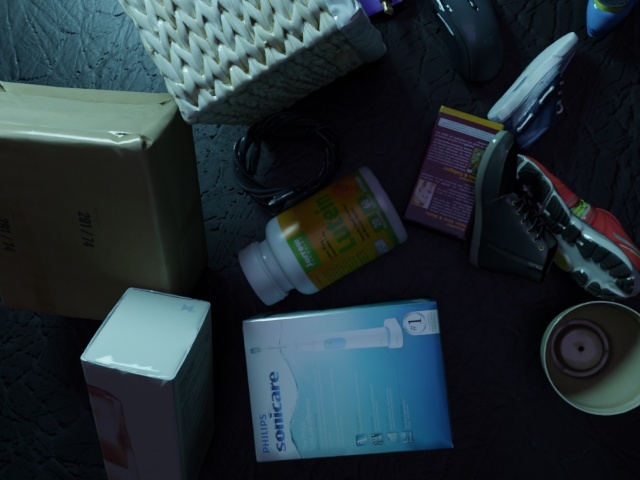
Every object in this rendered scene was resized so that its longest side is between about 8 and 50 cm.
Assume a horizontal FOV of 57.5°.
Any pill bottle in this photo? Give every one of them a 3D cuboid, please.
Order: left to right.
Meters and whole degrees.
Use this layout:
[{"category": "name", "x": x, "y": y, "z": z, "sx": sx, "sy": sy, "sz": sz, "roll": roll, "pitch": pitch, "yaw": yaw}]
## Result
[{"category": "pill bottle", "x": 0.000, "y": 0.000, "z": 0.919, "sx": 0.246, "sy": 0.136, "sz": 0.136, "roll": -30, "pitch": 85, "yaw": 4}]

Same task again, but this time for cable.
[{"category": "cable", "x": -0.054, "y": -0.137, "z": 0.961, "sx": 0.184, "sy": 0.047, "sz": 0.150, "roll": -36, "pitch": 100, "yaw": 15}]

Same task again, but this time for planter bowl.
[{"category": "planter bowl", "x": 0.407, "y": 0.169, "z": 0.881, "sx": 0.162, "sy": 0.109, "sz": 0.162, "roll": 0, "pitch": 88, "yaw": 7}]

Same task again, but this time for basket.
[{"category": "basket", "x": -0.104, "y": -0.362, "z": 0.826, "sx": 0.266, "sy": 0.328, "sz": 0.331, "roll": -27, "pitch": 94, "yaw": 15}]

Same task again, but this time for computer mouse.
[{"category": "computer mouse", "x": 0.193, "y": -0.375, "z": 0.932, "sx": 0.184, "sy": 0.060, "sz": 0.262, "roll": -15, "pitch": 85, "yaw": -11}]

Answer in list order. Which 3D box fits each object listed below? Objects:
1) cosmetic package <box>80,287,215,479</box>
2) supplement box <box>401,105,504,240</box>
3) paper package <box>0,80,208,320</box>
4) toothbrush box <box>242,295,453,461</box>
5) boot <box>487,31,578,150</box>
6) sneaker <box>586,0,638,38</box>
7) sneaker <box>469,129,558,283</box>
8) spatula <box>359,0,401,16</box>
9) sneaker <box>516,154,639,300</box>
[{"category": "cosmetic package", "x": -0.239, "y": 0.234, "z": 0.857, "sx": 0.129, "sy": 0.153, "sz": 0.296, "roll": 11, "pitch": 125, "yaw": 6}, {"category": "supplement box", "x": 0.207, "y": -0.103, "z": 0.929, "sx": 0.104, "sy": 0.081, "sz": 0.188, "roll": 19, "pitch": 89, "yaw": 7}, {"category": "paper package", "x": -0.343, "y": -0.052, "z": 0.869, "sx": 0.310, "sy": 0.168, "sz": 0.324, "roll": 6, "pitch": 127, "yaw": 8}, {"category": "toothbrush box", "x": 0.042, "y": 0.210, "z": 0.911, "sx": 0.296, "sy": 0.126, "sz": 0.216, "roll": -7, "pitch": 87, "yaw": 5}, {"category": "boot", "x": 0.359, "y": -0.236, "z": 0.935, "sx": 0.086, "sy": 0.069, "sz": 0.190, "roll": 43, "pitch": 92, "yaw": -11}, {"category": "sneaker", "x": 0.486, "y": -0.407, "z": 0.929, "sx": 0.069, "sy": 0.082, "sz": 0.209, "roll": 34, "pitch": 73, "yaw": 21}, {"category": "sneaker", "x": 0.296, "y": -0.048, "z": 0.859, "sx": 0.118, "sy": 0.083, "sz": 0.222, "roll": 18, "pitch": 124, "yaw": 35}, {"category": "spatula", "x": -0.007, "y": -0.393, "z": 0.992, "sx": 0.297, "sy": 0.030, "sz": 0.084, "roll": -17, "pitch": 85, "yaw": 6}, {"category": "sneaker", "x": 0.388, "y": -0.026, "z": 0.906, "sx": 0.118, "sy": 0.107, "sz": 0.279, "roll": -21, "pitch": 64, "yaw": -37}]
